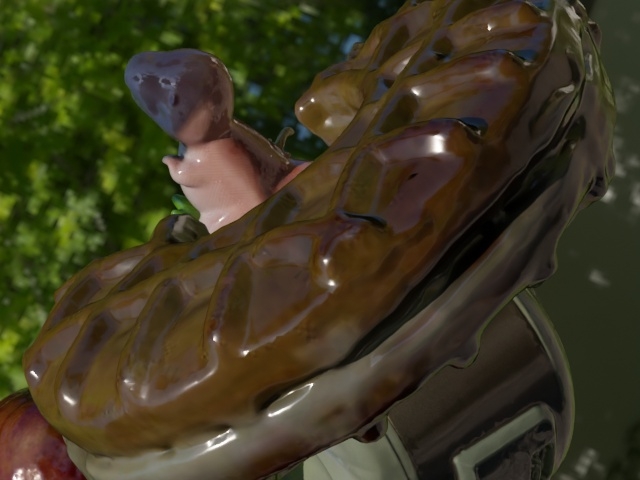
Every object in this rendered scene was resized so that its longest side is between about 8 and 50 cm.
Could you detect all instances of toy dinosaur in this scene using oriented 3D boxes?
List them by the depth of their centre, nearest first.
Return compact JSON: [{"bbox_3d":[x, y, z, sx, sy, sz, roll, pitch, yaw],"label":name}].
[{"bbox_3d":[-0.054,-0.062,1.147,0.177,0.194,0.152,112,180,-45],"label":"toy dinosaur"}]

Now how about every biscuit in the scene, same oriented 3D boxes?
[{"bbox_3d":[0.013,-0.004,0.809,0.366,0.115,0.268,-43,20,-10],"label":"biscuit"}]

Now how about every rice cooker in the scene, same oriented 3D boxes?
[{"bbox_3d":[0.048,0.172,1.515,0.325,0.335,0.335,-31,-32,-31],"label":"rice cooker"}]

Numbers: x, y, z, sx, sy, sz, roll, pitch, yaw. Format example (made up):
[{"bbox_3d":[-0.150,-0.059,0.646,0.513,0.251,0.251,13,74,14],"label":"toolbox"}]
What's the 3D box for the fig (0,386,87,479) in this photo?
[{"bbox_3d":[-0.198,0.241,1.427,0.224,0.263,0.224,-28,-23,-13],"label":"fig"}]
